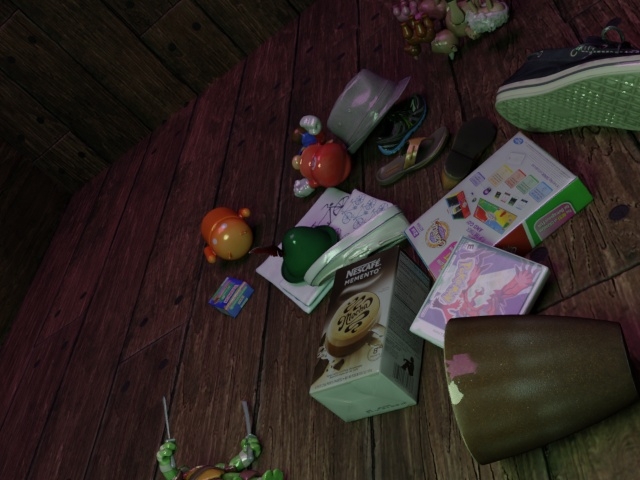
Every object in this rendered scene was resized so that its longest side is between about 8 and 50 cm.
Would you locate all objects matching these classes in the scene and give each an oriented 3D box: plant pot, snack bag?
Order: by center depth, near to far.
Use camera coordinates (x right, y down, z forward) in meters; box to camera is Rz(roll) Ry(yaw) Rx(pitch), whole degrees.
[{"bbox_3d":[0.319,0.193,1.073,0.230,0.215,0.215,-15,39,22],"label":"plant pot"},{"bbox_3d":[0.000,0.000,1.880,0.323,0.037,0.342,-50,29,-5],"label":"snack bag"}]

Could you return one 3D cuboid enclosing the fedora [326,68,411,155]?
[{"bbox_3d":[0.108,-0.359,2.009,0.275,0.124,0.244,-49,8,45],"label":"fedora"}]

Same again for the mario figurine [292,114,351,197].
[{"bbox_3d":[-0.039,-0.225,2.031,0.170,0.198,0.320,-38,18,-1],"label":"mario figurine"}]

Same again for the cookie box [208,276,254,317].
[{"bbox_3d":[-0.236,0.148,2.000,0.107,0.040,0.092,9,60,56],"label":"cookie box"}]

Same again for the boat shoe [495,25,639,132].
[{"bbox_3d":[0.532,-0.303,1.409,0.156,0.186,0.500,-59,25,-10],"label":"boat shoe"}]

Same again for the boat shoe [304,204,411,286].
[{"bbox_3d":[0.087,0.033,1.672,0.267,0.088,0.096,-36,-14,4],"label":"boat shoe"}]

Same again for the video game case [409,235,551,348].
[{"bbox_3d":[0.274,0.106,1.317,0.183,0.023,0.201,24,80,41],"label":"video game case"}]

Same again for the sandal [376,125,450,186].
[{"bbox_3d":[0.216,-0.210,1.831,0.219,0.060,0.090,-29,33,28],"label":"sandal"}]

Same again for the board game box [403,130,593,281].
[{"bbox_3d":[0.331,-0.047,1.471,0.316,0.064,0.242,-41,29,11],"label":"board game box"}]

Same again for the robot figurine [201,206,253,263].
[{"bbox_3d":[-0.266,-0.021,2.162,0.158,0.128,0.219,-19,25,-16],"label":"robot figurine"}]

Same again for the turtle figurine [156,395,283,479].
[{"bbox_3d":[-0.201,0.415,1.462,0.266,0.198,0.275,1,57,49],"label":"turtle figurine"}]

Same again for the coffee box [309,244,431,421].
[{"bbox_3d":[0.100,0.174,1.442,0.168,0.119,0.297,-25,36,35],"label":"coffee box"}]

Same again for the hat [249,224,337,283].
[{"bbox_3d":[-0.078,-0.015,1.775,0.173,0.183,0.208,-48,29,-2],"label":"hat"}]

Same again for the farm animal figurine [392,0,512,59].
[{"bbox_3d":[0.359,-0.593,2.034,0.326,0.172,0.330,-13,33,27],"label":"farm animal figurine"}]

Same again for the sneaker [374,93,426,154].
[{"bbox_3d":[0.207,-0.307,1.947,0.188,0.078,0.067,-53,30,-14],"label":"sneaker"}]

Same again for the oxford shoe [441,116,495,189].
[{"bbox_3d":[0.320,-0.195,1.676,0.212,0.076,0.076,-51,-12,-29],"label":"oxford shoe"}]
